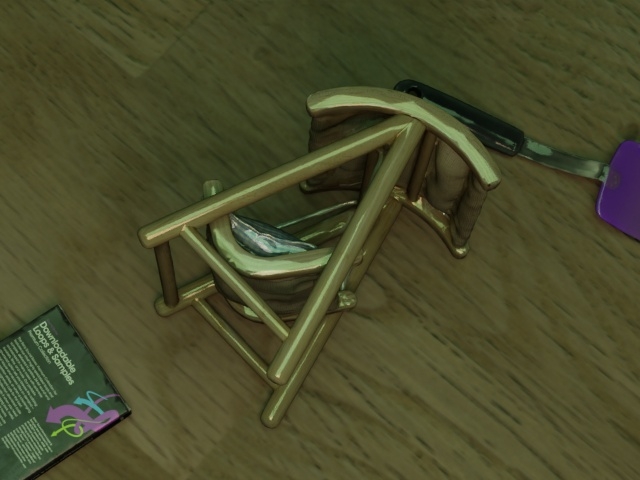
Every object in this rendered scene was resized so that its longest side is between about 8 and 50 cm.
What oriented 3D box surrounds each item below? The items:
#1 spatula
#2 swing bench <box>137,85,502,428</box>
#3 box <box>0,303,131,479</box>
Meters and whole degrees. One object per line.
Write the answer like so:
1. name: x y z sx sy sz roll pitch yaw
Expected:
1. spatula: 0.202 -0.078 1.771 0.296 0.030 0.084 22 78 3
2. swing bench: 0.000 0.000 1.629 0.254 0.253 0.165 -42 81 -12
3. box: -0.261 0.147 1.698 0.162 0.029 0.116 -33 80 -8
